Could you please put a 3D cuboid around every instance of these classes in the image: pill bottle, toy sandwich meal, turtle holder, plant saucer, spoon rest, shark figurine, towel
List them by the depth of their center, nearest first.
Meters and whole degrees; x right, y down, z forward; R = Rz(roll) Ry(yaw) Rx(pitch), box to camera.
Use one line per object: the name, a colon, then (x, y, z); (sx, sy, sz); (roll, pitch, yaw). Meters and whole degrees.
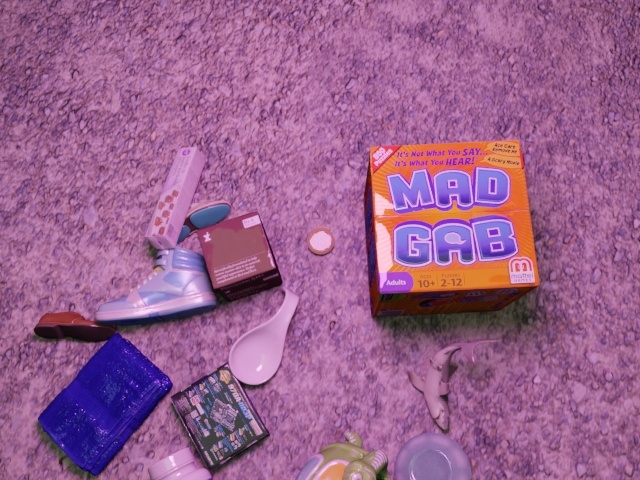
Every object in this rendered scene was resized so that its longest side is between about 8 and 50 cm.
turtle holder: (0.059, 0.602, 1.392); (0.227, 0.320, 0.243); (-24, 90, -42)
pill bottle: (-0.315, 0.655, 1.484); (0.152, 0.152, 0.272); (-27, 75, -6)
plant saucer: (0.274, 0.576, 1.515); (0.195, 0.037, 0.194); (-9, 60, 16)
shark figurine: (0.335, 0.328, 1.571); (0.116, 0.278, 0.166); (-5, 35, -38)
towel: (-0.567, 0.424, 1.596); (0.228, 0.076, 0.308); (38, 79, 10)
spoon rest: (-0.140, 0.252, 1.620); (0.137, 0.084, 0.276); (33, 75, -14)
toy sandwich meal: (0.000, 0.000, 1.726); (0.086, 0.029, 0.085); (0, 79, 0)

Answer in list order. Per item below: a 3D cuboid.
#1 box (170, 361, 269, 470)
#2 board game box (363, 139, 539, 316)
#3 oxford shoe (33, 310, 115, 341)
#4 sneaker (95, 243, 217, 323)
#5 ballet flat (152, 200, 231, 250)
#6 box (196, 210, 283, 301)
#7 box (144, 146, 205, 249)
box: (-0.263, 0.457, 1.590); (0.175, 0.051, 0.220); (-32, 76, -7)
board game box: (0.303, -0.013, 1.549); (0.357, 0.356, 0.356); (-2, 74, 1)
oxford shoe: (-0.663, 0.226, 1.662); (0.213, 0.076, 0.076); (7, 42, -3)
sneaker: (-0.455, 0.114, 1.659); (0.319, 0.127, 0.208); (-9, 76, -11)
ballet flat: (-0.376, -0.061, 1.732); (0.249, 0.086, 0.086); (-30, 75, -6)
box: (-0.211, 0.048, 1.627); (0.169, 0.203, 0.166); (-19, 75, -3)
box: (-0.401, -0.123, 1.696); (0.063, 0.067, 0.323); (-3, 54, 19)
